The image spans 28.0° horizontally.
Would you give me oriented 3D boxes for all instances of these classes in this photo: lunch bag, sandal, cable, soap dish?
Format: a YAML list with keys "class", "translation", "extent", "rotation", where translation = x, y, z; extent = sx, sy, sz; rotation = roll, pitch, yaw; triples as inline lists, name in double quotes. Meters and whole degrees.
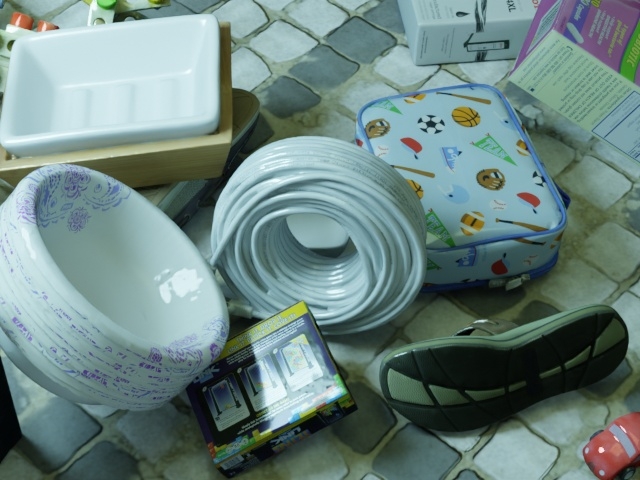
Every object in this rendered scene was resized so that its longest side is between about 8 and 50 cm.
- class: "lunch bag"
  translation: [0.181, -0.066, 1.657]
  extent: [0.243, 0.115, 0.303]
  rotation: [-9, 51, -12]
- class: "sandal"
  translation: [0.211, 0.141, 1.505]
  extent: [0.302, 0.120, 0.086]
  rotation: [-11, 24, -13]
- class: "cable"
  translation: [0.000, 0.000, 1.506]
  extent: [0.257, 0.257, 0.089]
  rotation: [20, 39, 1]
- class: "soap dish"
  translation: [-0.250, -0.166, 1.609]
  extent: [0.290, 0.118, 0.229]
  rotation: [-7, 48, 3]

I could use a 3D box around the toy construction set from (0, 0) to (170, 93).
- class: "toy construction set"
  translation: [-0.382, -0.291, 1.769]
  extent: [0.327, 0.151, 0.215]
  rotation: [15, 88, 8]

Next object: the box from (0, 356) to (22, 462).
- class: "box"
  translation: [-0.552, 0.120, 1.359]
  extent: [0.395, 0.294, 0.212]
  rotation: [25, 54, 18]

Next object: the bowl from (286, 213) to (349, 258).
- class: "bowl"
  translation: [-0.027, -0.031, 1.656]
  extent: [0.142, 0.053, 0.142]
  rotation: [5, 50, 2]

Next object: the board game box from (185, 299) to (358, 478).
- class: "board game box"
  translation: [-0.062, 0.168, 1.463]
  extent: [0.170, 0.048, 0.141]
  rotation: [-28, 53, 3]

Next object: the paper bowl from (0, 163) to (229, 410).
- class: "paper bowl"
  translation: [-0.250, 0.065, 1.412]
  extent: [0.284, 0.148, 0.284]
  rotation: [37, 23, -19]

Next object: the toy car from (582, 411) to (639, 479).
- class: "toy car"
  translation: [0.424, 0.179, 1.501]
  extent: [0.239, 0.053, 0.225]
  rotation: [4, 51, 1]

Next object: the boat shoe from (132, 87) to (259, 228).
- class: "boat shoe"
  translation: [-0.178, -0.088, 1.672]
  extent: [0.102, 0.092, 0.285]
  rotation: [22, 56, 25]

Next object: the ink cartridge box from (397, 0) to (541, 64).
- class: "ink cartridge box"
  translation: [0.227, -0.343, 1.898]
  extent: [0.203, 0.086, 0.148]
  rotation: [-6, 52, -7]

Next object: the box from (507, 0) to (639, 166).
- class: "box"
  translation: [0.411, -0.255, 1.761]
  extent: [0.243, 0.117, 0.214]
  rotation: [33, 53, -7]
